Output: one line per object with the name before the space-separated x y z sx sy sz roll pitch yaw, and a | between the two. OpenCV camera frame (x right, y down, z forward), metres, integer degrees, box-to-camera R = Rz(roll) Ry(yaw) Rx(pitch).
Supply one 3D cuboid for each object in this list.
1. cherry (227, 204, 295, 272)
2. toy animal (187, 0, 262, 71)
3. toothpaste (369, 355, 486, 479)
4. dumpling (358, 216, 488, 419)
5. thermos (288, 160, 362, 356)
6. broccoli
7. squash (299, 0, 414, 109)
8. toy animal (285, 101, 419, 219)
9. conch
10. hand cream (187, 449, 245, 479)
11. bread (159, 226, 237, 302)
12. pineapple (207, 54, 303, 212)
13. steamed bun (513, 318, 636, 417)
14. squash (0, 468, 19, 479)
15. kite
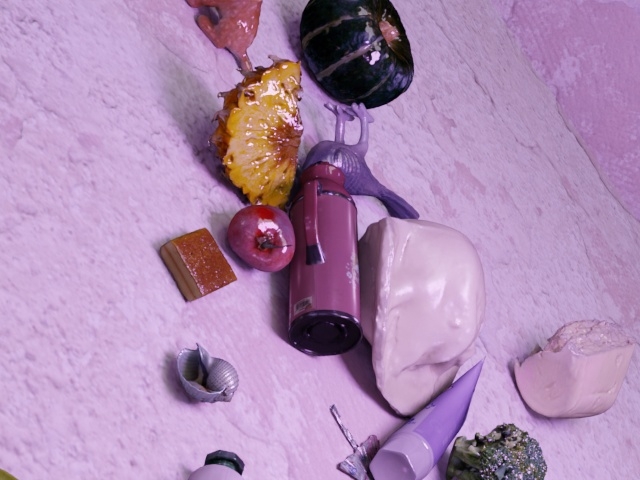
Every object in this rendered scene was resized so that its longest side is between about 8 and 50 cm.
cherry | -0.083 -0.002 1.795 0.106 0.087 0.126 55 10 8
toy animal | -0.105 -0.389 2.028 0.184 0.185 0.104 57 28 -3
toothpaste | 0.188 0.294 1.914 0.080 0.125 0.371 22 23 22
dumpling | 0.156 0.131 1.973 0.395 0.233 0.316 33 67 -59
thermos | -0.004 0.005 1.866 0.136 0.109 0.330 32 41 -34
broccoli | 0.277 0.377 1.923 0.156 0.195 0.195 20 33 4
squash | 0.072 -0.368 2.297 0.252 0.165 0.252 38 36 -35
toy animal | 0.049 -0.139 2.118 0.367 0.081 0.206 8 78 -52
conch | -0.148 0.178 1.557 0.085 0.057 0.076 38 40 26
hand cream | -0.139 0.369 1.352 0.076 0.121 0.336 7 36 4
bread | -0.169 0.033 1.681 0.090 0.035 0.094 59 30 3
pineapple | -0.126 -0.177 1.871 0.139 0.250 0.164 -14 40 -33
steamed bun | 0.472 0.235 2.327 0.170 0.200 0.225 28 12 37
squash | -0.283 0.384 1.149 0.309 0.210 0.234 72 11 -46
kite | 0.056 0.310 1.789 0.157 0.011 0.139 60 26 1
